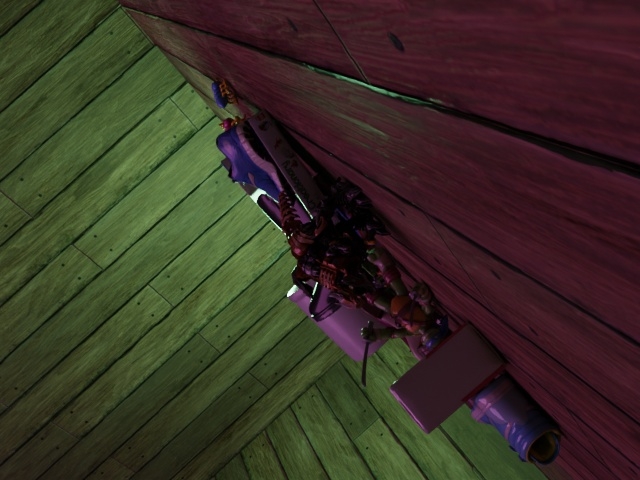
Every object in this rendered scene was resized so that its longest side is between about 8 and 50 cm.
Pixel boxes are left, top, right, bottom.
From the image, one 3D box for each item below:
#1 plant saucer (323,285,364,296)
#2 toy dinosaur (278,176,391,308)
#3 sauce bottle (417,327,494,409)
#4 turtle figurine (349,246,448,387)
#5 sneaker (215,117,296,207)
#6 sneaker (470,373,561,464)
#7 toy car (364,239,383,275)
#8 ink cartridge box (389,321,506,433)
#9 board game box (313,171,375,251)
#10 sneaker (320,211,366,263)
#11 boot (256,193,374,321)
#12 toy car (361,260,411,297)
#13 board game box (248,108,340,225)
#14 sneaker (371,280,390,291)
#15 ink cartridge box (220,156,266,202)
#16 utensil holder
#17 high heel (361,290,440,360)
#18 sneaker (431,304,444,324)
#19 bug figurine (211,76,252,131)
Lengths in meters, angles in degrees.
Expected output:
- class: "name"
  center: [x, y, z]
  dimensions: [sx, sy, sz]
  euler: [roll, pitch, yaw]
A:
- class: "plant saucer"
  center: [0.047, 0.117, 1.794]
  dimensions: [0.240, 0.037, 0.241]
  euler: [22, 166, 6]
- class: "toy dinosaur"
  center: [0.008, -0.008, 1.228]
  dimensions: [0.322, 0.218, 0.164]
  euler: [47, 179, 15]
- class: "sauce bottle"
  center: [0.430, 0.407, 1.745]
  dimensions: [0.344, 0.111, 0.111]
  euler: [48, 178, 5]
- class: "turtle figurine"
  center: [0.164, 0.154, 1.468]
  dimensions: [0.266, 0.274, 0.198]
  euler: [51, 146, 32]
- class: "sneaker"
  center: [-0.171, -0.205, 1.694]
  dimensions: [0.330, 0.147, 0.130]
  euler: [51, -139, -44]
- class: "sneaker"
  center: [0.474, 0.451, 1.466]
  dimensions: [0.208, 0.127, 0.319]
  euler: [48, 179, 27]
- class: "toy car"
  center: [0.153, 0.049, 1.590]
  dimensions: [0.040, 0.060, 0.122]
  euler: [3, 154, 39]
- class: "ink cartridge box"
  center: [0.288, 0.316, 1.391]
  dimensions: [0.131, 0.226, 0.306]
  euler: [48, 179, 19]
- class: "board game box"
  center: [0.066, -0.067, 1.569]
  dimensions: [0.145, 0.027, 0.281]
  euler: [49, 178, 22]
- class: "sneaker"
  center: [0.053, 0.025, 1.681]
  dimensions: [0.147, 0.104, 0.296]
  euler: [53, 175, 10]
- class: "boot"
  center: [-0.053, 0.021, 2.003]
  dimensions: [0.445, 0.367, 0.146]
  euler: [45, -140, -2]
- class: "toy car"
  center: [0.190, 0.108, 1.718]
  dimensions: [0.239, 0.053, 0.225]
  euler: [46, -177, 39]
- class: "board game box"
  center: [-0.056, -0.156, 1.476]
  dimensions: [0.305, 0.053, 0.193]
  euler: [57, -178, 24]
- class: "sneaker"
  center: [0.157, 0.104, 2.140]
  dimensions: [0.129, 0.111, 0.297]
  euler: [13, -169, -36]
- class: "ink cartridge box"
  center: [-0.229, -0.252, 2.252]
  dimensions: [0.171, 0.168, 0.233]
  euler: [48, 178, 10]
- class: "utensil holder"
  center: [0.112, 0.247, 2.457]
  dimensions: [0.385, 0.327, 0.327]
  euler: [46, 178, -4]
- class: "high heel"
  center: [0.305, 0.277, 1.932]
  dimensions: [0.377, 0.127, 0.181]
  euler: [38, -170, 20]
- class: "sneaker"
  center: [0.304, 0.195, 1.585]
  dimensions: [0.037, 0.032, 0.083]
  euler: [26, 168, 45]
- class: "bug figurine"
  center: [-0.241, -0.335, 1.770]
  dimensions: [0.279, 0.072, 0.216]
  euler: [54, -164, -61]
